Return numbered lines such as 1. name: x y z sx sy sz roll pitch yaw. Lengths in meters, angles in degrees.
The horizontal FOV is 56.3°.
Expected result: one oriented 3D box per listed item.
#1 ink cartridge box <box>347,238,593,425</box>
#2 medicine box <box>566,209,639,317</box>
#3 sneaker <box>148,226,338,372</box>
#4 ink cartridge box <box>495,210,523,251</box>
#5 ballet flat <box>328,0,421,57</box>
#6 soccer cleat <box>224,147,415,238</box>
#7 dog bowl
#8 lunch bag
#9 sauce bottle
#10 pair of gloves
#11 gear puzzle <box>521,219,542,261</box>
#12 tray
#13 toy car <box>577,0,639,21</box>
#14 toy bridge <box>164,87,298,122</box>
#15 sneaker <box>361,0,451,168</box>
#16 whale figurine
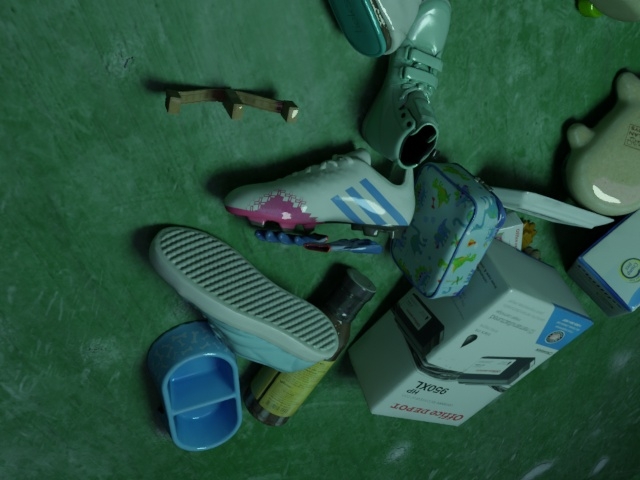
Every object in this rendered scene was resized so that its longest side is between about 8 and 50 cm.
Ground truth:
1. ink cartridge box: 0.295 0.199 1.224 0.286 0.166 0.395 20 124 -35
2. medicine box: 0.689 0.022 1.276 0.263 0.149 0.289 -42 161 7
3. sneaker: -0.149 0.125 0.999 0.366 0.135 0.150 38 122 -21
4. ink cartridge box: 0.341 -0.002 1.207 0.123 0.052 0.088 -13 129 -4
5. ballet flat: 0.027 -0.413 0.732 0.139 0.139 0.400 -36 136 1
6. soccer cleat: 0.007 -0.086 0.972 0.332 0.116 0.143 3 99 -26
7. dog bowl: -0.228 0.286 1.131 0.166 0.074 0.297 -12 127 -18
8. lunch bag: 0.217 -0.021 1.067 0.090 0.176 0.218 -2 126 -32
9. sauce bottle: -0.017 0.207 1.154 0.112 0.111 0.344 24 112 -37
10. pair of gloves: 0.000 0.000 0.962 0.159 0.198 0.023 -1 97 -55
11. gear puzzle: 0.429 0.100 1.346 0.176 0.044 0.338 -10 127 -20
12. tray: 0.430 -0.062 1.163 0.271 0.145 0.030 12 95 -32
13. toy car: 0.488 -0.450 0.919 0.149 0.155 0.188 19 101 -36
14. toy bridge: -0.123 -0.193 0.841 0.188 0.063 0.026 -1 124 -25
15. sneaker: 0.157 -0.232 0.897 0.094 0.151 0.255 5 119 -28
16. whale figurine: 0.577 -0.184 1.173 0.217 0.141 0.271 16 94 -2
